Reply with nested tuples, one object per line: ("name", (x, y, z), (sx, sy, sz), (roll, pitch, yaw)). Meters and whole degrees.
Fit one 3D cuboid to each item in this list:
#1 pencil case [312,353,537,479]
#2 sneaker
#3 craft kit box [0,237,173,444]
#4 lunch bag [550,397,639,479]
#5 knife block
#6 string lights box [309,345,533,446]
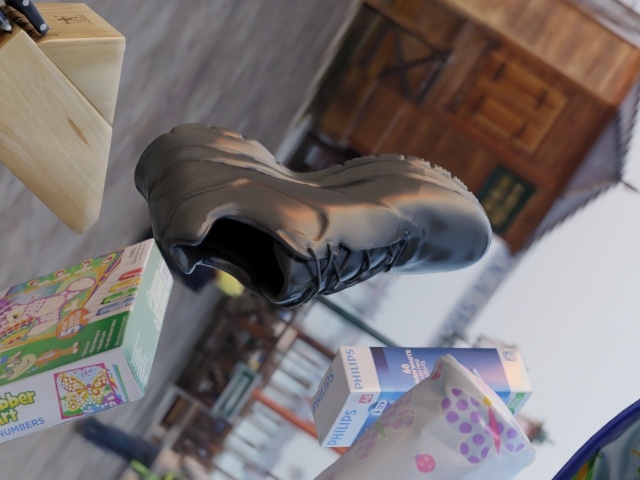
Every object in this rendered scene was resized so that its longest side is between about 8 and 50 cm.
("pencil case", (0.042, 0.214, 1.189), (0.273, 0.113, 0.124), (-42, -174, -2))
("sneaker", (0.000, 0.000, 1.152), (0.130, 0.286, 0.109), (-103, -155, -47))
("craft kit box", (-0.263, 0.101, 1.334), (0.247, 0.061, 0.250), (-22, -161, 8))
("lunch bag", (0.158, 0.101, 0.505), (0.151, 0.129, 0.096), (-29, -137, 33))
("knife block", (-0.304, -0.132, 1.332), (0.242, 0.088, 0.275), (-8, 124, -35))
("string lights box", (0.131, 0.206, 1.986), (0.133, 0.260, 0.076), (115, -31, -46))
